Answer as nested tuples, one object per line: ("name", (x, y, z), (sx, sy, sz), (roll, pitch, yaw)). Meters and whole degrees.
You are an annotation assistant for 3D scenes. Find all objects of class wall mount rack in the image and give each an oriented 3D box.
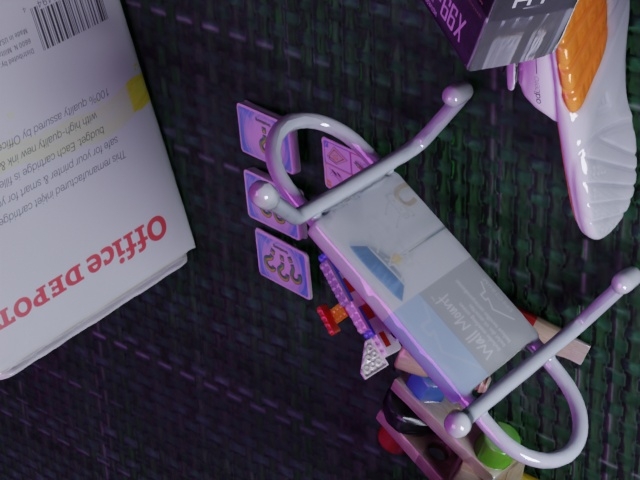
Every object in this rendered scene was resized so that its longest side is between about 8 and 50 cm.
("wall mount rack", (0.079, 0.023, 1.333), (0.350, 0.304, 0.130), (49, 132, 8))

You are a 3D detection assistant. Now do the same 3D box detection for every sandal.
("sandal", (0.172, -0.121, 1.311), (0.076, 0.102, 0.265), (13, 125, 34))

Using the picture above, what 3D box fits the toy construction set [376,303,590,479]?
("toy construction set", (0.141, 0.211, 1.509), (0.237, 0.257, 0.309), (25, 109, 7))

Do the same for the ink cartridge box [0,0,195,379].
("ink cartridge box", (-0.305, -0.105, 1.633), (0.160, 0.279, 0.385), (3, 117, 43))

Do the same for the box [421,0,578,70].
("box", (0.088, -0.304, 1.195), (0.307, 0.076, 0.242), (60, 152, 30))

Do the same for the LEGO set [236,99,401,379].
("LEGO set", (0.000, 0.000, 1.555), (0.244, 0.060, 0.182), (28, 132, 44))
